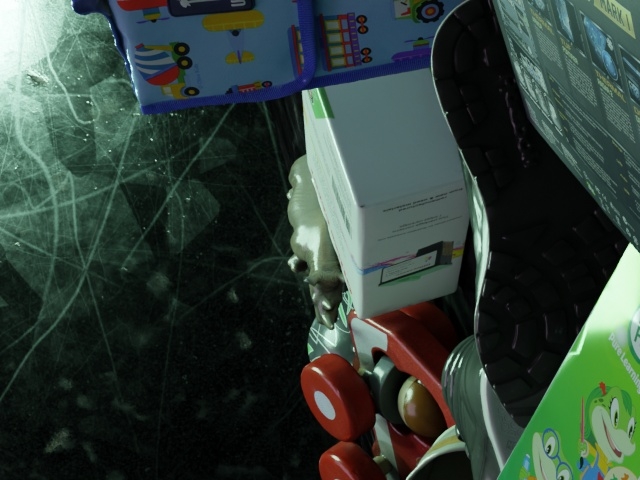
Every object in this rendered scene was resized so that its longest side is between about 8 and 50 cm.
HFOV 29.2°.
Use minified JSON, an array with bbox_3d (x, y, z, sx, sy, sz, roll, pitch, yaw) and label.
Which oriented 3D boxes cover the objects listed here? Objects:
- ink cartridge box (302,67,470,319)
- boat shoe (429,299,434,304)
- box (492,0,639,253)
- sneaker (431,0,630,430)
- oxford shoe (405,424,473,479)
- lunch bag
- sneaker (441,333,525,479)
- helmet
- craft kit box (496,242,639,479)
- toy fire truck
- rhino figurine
[{"bbox_3d":[0.062,-0.070,1.218,0.278,0.117,0.201,86,168,-66],"label":"ink cartridge box"},{"bbox_3d":[0.123,0.095,1.482,0.045,0.050,0.135,60,172,33],"label":"boat shoe"},{"bbox_3d":[0.138,-0.089,0.556,0.233,0.059,0.183,-115,0,-56],"label":"box"},{"bbox_3d":[0.141,-0.021,0.783,0.124,0.107,0.283,-65,-34,-75],"label":"sneaker"},{"bbox_3d":[0.132,0.377,1.086,0.130,0.169,0.450,40,-131,-66],"label":"oxford shoe"},{"bbox_3d":[-0.040,-0.220,0.887,0.221,0.293,0.138,79,173,-47],"label":"lunch bag"},{"bbox_3d":[0.171,0.207,1.024,0.147,0.104,0.296,-122,23,-78],"label":"sneaker"},{"bbox_3d":[0.061,0.140,1.612,0.162,0.169,0.169,58,-178,-26],"label":"helmet"},{"bbox_3d":[0.176,0.168,0.600,0.250,0.061,0.247,-111,33,-44],"label":"craft kit box"},{"bbox_3d":[0.126,0.218,1.351,0.254,0.169,0.302,26,137,47],"label":"toy fire truck"},{"bbox_3d":[0.000,0.000,1.403,0.106,0.073,0.243,102,167,-51],"label":"rhino figurine"}]
